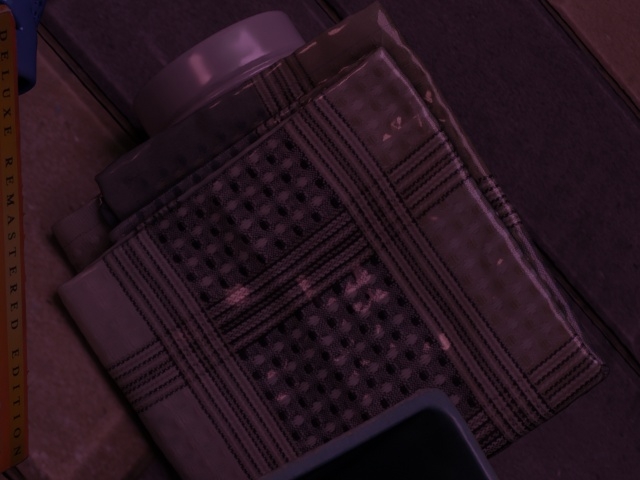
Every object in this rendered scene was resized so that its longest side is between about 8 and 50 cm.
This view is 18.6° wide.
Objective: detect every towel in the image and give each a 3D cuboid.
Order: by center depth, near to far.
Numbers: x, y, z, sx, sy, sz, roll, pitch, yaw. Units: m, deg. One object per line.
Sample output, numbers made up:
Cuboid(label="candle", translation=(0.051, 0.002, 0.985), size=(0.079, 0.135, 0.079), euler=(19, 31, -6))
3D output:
Cuboid(label="towel", translation=(-0.007, 0.041, 1.374), size=(0.324, 0.312, 0.056), euler=(58, 15, 7))

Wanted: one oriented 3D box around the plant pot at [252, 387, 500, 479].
Cuboid(label="plant pot", translation=(-0.010, 0.281, 1.217), size=(0.248, 0.252, 0.247), euler=(-21, 78, -51))

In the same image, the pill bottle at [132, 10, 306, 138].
Cuboid(label="pill bottle", translation=(0.000, 0.000, 1.496), size=(0.188, 0.188, 0.334), euler=(-25, 81, -52))

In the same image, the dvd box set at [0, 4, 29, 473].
Cuboid(label="dvd box set", translation=(-0.323, 0.052, 1.072), size=(0.420, 0.062, 0.308), euler=(-27, 124, -52))

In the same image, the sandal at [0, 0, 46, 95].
Cuboid(label="sandal", translation=(-0.256, -0.157, 1.414), size=(0.138, 0.126, 0.317), euler=(50, 46, -12))
